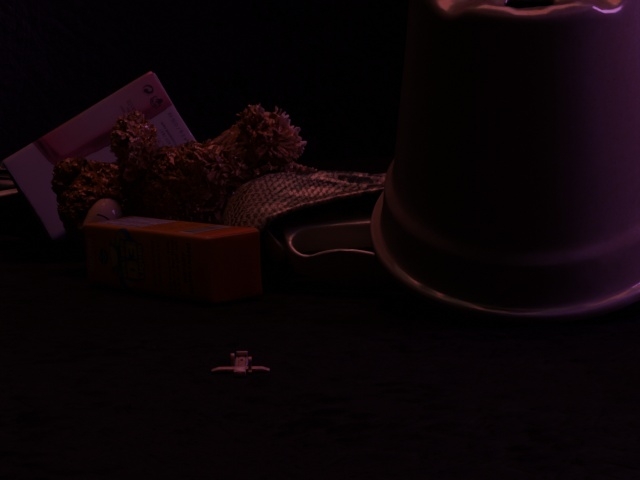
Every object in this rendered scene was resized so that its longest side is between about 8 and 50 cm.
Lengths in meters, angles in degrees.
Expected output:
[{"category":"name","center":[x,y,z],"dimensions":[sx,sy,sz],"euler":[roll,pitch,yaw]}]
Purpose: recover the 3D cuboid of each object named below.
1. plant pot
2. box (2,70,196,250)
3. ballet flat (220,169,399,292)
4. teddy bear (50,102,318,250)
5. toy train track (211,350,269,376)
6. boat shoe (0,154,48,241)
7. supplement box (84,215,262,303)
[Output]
[{"category":"plant pot","center":[0.207,-0.137,1.640],"dimensions":[0.333,0.305,0.334],"euler":[-3,35,2]},{"category":"box","center":[-0.289,-0.104,2.221],"dimensions":[0.232,0.127,0.148],"euler":[-32,-2,-9]},{"category":"ballet flat","center":[0.127,-0.008,1.871],"dimensions":[0.482,0.164,0.182],"euler":[-6,28,1]},{"category":"teddy bear","center":[-0.159,-0.053,1.986],"dimensions":[0.338,0.113,0.245],"euler":[-3,-38,3]},{"category":"toy train track","center":[-0.066,0.099,1.393],"dimensions":[0.048,0.014,0.083],"euler":[-1,6,-1]},{"category":"boat shoe","center":[-0.444,-0.068,2.356],"dimensions":[0.340,0.113,0.127],"euler":[-7,-34,-9]},{"category":"supplement box","center":[-0.166,0.020,1.846],"dimensions":[0.080,0.078,0.233],"euler":[-10,10,-40]}]
